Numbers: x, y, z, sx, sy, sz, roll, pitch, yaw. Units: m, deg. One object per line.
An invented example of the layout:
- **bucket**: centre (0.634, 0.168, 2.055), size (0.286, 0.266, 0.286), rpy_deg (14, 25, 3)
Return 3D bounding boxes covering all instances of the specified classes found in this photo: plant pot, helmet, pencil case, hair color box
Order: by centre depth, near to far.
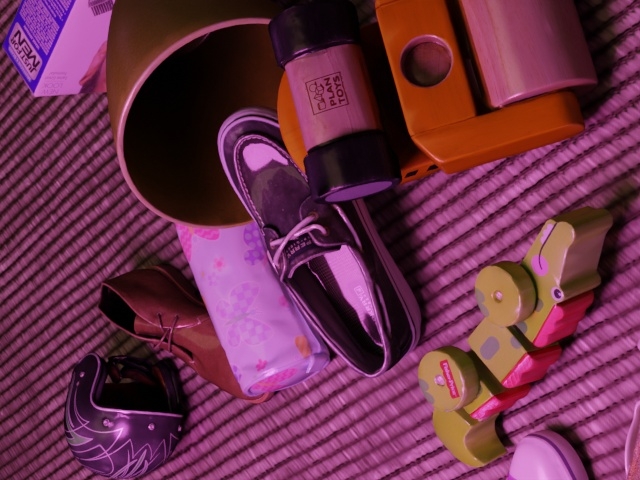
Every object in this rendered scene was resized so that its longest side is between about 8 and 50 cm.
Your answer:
- **plant pot**: centre (-0.145, -0.209, 1.902), size (0.293, 0.275, 0.274), rpy_deg (58, 135, 48)
- **pencil case**: centre (-0.083, 0.051, 1.953), size (0.124, 0.113, 0.273), rpy_deg (-26, 73, 17)
- **hair color box**: centre (-0.252, -0.341, 2.036), size (0.110, 0.185, 0.339), rpy_deg (56, 133, 26)
- **helmet**: centre (-0.264, 0.240, 2.148), size (0.169, 0.169, 0.161), rpy_deg (-47, 45, 41)

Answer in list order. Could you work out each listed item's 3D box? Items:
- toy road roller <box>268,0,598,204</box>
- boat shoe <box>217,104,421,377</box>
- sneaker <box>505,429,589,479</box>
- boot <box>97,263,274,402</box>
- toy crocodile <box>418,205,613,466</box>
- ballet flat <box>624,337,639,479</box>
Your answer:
- **toy road roller**: centre (0.116, -0.162, 1.671), size (0.330, 0.240, 0.202), rpy_deg (-17, 81, 11)
- **boat shoe**: centre (0.000, 0.000, 1.755), size (0.121, 0.119, 0.335), rpy_deg (-35, 97, 22)
- **sneaker**: centre (0.195, 0.340, 1.640), size (0.102, 0.161, 0.282), rpy_deg (9, 101, 49)
- **boot**: centre (-0.176, 0.127, 2.069), size (0.305, 0.115, 0.112), rpy_deg (31, 115, 40)
- **toy crocodile**: centre (0.201, 0.099, 1.634), size (0.105, 0.115, 0.340), rpy_deg (50, 131, 26)
- **ballet flat**: centre (0.339, 0.143, 1.490), size (0.123, 0.123, 0.348), rpy_deg (20, 110, 46)
